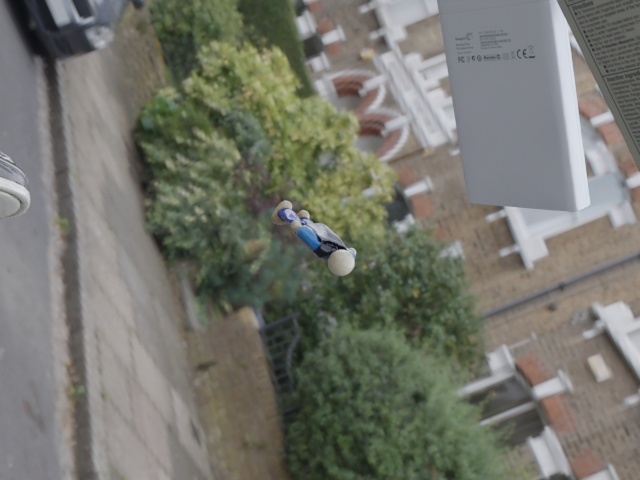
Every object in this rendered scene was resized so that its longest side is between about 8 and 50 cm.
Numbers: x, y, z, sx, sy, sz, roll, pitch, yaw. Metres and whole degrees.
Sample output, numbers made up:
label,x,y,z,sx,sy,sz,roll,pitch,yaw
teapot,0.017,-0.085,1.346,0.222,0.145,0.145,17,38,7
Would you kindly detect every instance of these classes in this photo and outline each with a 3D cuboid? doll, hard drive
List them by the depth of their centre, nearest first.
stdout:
label,x,y,z,sx,sy,sz,roll,pitch,yaw
doll,0.000,0.000,1.447,0.129,0.046,0.189,27,8,-33
hard drive,0.301,-0.226,1.557,0.233,0.047,0.353,9,-66,53

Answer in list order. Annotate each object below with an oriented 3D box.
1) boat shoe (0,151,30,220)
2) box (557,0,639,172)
label,x,y,z,sx,sy,sz,roll,pitch,yaw
boat shoe,-0.371,-0.085,0.690,0.112,0.335,0.095,137,-43,-61
box,0.294,-0.206,0.818,0.148,0.121,0.311,-2,-58,59
